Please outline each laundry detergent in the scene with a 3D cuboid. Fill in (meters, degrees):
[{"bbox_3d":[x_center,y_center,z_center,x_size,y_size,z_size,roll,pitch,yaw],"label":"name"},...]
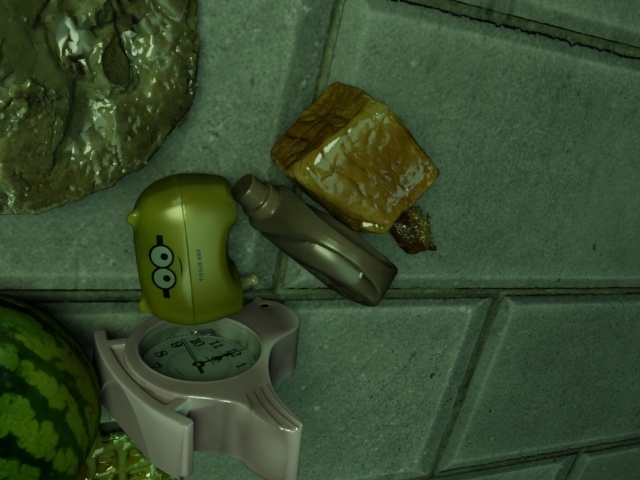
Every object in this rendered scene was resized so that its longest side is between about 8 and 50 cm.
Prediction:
[{"bbox_3d":[0.000,0.000,0.797,0.237,0.171,0.076,40,78,-36],"label":"laundry detergent"}]

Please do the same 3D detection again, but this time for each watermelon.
[{"bbox_3d":[-0.381,0.196,0.654,0.285,0.285,0.285,-11,120,-20],"label":"watermelon"}]

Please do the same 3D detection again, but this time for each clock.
[{"bbox_3d":[-0.106,0.177,0.758,0.275,0.290,0.080,-12,120,-38],"label":"clock"}]

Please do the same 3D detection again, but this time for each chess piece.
[{"bbox_3d":[-0.131,0.065,0.854,0.092,0.035,0.035,-14,121,-22],"label":"chess piece"}]

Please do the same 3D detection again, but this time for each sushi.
[{"bbox_3d":[0.139,-0.020,0.919,0.060,0.062,0.118,-26,136,21],"label":"sushi"}]

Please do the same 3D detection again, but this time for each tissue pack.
[{"bbox_3d":[-0.166,0.010,0.749,0.127,0.123,0.178,-5,110,-13],"label":"tissue pack"}]

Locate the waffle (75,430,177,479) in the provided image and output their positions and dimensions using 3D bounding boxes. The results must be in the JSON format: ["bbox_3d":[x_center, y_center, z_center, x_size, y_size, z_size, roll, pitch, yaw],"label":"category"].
[{"bbox_3d":[-0.383,0.393,0.886,0.317,0.073,0.297,-50,131,-2],"label":"waffle"}]

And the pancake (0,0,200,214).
[{"bbox_3d":[-0.265,-0.204,0.548,0.387,0.082,0.387,-33,134,-42],"label":"pancake"}]

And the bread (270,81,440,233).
[{"bbox_3d":[0.040,-0.102,0.783,0.158,0.149,0.143,38,94,-29],"label":"bread"}]

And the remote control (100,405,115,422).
[{"bbox_3d":[-0.210,0.205,0.875,0.230,0.049,0.090,-5,137,-24],"label":"remote control"}]
